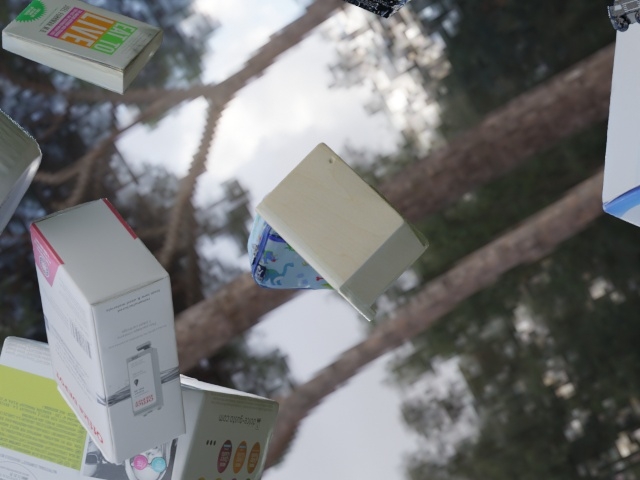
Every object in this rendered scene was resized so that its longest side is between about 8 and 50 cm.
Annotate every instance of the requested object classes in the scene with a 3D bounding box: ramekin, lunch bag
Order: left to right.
[{"bbox_3d":[-0.477,-0.059,2.189,0.127,0.273,0.273,31,-159,-3],"label":"ramekin"},{"bbox_3d":[0.000,0.000,2.607,0.219,0.176,0.090,5,-132,-16],"label":"lunch bag"}]

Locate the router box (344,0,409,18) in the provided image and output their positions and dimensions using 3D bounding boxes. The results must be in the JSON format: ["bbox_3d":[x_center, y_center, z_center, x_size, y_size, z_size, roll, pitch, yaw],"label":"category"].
[{"bbox_3d":[0.062,-0.371,2.197,0.179,0.133,0.046,17,-127,-35],"label":"router box"}]

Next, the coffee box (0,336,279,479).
[{"bbox_3d":[-0.303,0.356,2.504,0.337,0.338,0.334,26,-102,-70],"label":"coffee box"}]

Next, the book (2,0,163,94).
[{"bbox_3d":[-0.254,-0.217,1.774,0.096,0.144,0.035,-58,-17,-45],"label":"book"}]

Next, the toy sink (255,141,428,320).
[{"bbox_3d":[0.038,-0.010,2.111,0.153,0.131,0.234,45,179,19],"label":"toy sink"}]

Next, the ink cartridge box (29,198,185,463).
[{"bbox_3d":[-0.282,0.121,2.198,0.207,0.117,0.283,46,148,43],"label":"ink cartridge box"}]

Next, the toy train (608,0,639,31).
[{"bbox_3d":[0.323,-0.223,1.461,0.027,0.158,0.036,-43,-69,-46],"label":"toy train"}]

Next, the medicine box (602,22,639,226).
[{"bbox_3d":[0.445,-0.120,1.649,0.289,0.149,0.263,21,-117,-23],"label":"medicine box"}]
